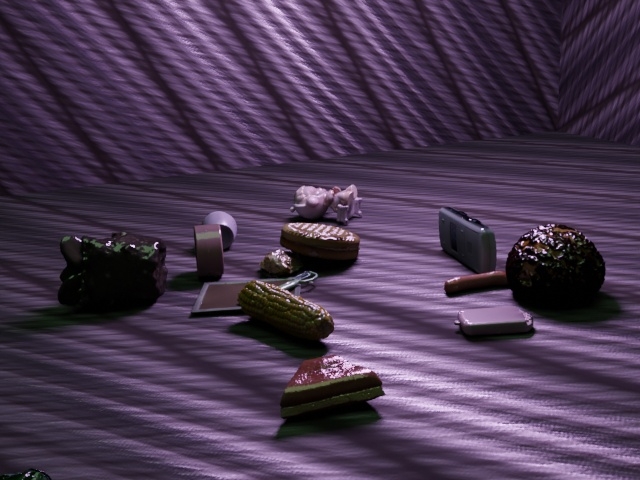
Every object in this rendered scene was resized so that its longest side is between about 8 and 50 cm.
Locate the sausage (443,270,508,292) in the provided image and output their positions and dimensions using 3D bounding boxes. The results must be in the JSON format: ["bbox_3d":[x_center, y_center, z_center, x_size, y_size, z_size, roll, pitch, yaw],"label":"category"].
[{"bbox_3d":[0.404,0.104,1.827,0.186,0.043,0.043,-7,17,-11],"label":"sausage"}]

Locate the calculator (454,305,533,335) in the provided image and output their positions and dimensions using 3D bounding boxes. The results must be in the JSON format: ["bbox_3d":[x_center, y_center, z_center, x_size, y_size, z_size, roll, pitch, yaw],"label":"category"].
[{"bbox_3d":[0.386,0.179,1.594,0.175,0.032,0.100,-4,16,0],"label":"calculator"}]

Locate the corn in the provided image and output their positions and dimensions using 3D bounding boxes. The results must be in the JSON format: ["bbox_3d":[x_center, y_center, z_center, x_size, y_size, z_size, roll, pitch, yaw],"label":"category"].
[{"bbox_3d":[-0.078,0.161,1.640,0.101,0.101,0.292,-18,21,-39],"label":"corn"}]

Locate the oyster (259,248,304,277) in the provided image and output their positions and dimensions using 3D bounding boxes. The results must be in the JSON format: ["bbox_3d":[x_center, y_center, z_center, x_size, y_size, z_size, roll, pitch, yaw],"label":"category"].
[{"bbox_3d":[-0.118,0.053,2.058,0.133,0.072,0.209,4,16,15],"label":"oyster"}]

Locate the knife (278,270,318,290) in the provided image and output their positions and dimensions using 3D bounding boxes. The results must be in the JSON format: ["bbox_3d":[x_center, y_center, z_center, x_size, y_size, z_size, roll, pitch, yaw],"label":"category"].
[{"bbox_3d":[-0.078,0.121,1.860,0.054,0.015,0.212,19,27,36],"label":"knife"}]

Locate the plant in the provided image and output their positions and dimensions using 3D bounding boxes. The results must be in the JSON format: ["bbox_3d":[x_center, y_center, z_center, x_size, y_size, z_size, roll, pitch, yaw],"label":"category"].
[{"bbox_3d":[-0.550,0.075,1.889,0.276,0.199,0.188,-2,10,-7],"label":"plant"}]

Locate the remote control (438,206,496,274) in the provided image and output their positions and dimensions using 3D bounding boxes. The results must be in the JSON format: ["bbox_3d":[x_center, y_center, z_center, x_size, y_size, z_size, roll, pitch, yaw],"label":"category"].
[{"bbox_3d":[0.413,-0.005,2.014,0.056,0.140,0.296,-11,17,-12],"label":"remote control"}]

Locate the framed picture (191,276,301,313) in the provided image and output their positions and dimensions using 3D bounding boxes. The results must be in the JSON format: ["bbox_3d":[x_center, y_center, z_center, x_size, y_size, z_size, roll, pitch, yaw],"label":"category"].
[{"bbox_3d":[-0.186,0.144,1.860,0.274,0.017,0.217,-3,16,3],"label":"framed picture"}]

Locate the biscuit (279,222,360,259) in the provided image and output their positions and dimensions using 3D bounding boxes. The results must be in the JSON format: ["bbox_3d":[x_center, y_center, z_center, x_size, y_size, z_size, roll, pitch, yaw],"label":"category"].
[{"bbox_3d":[0.000,0.000,2.118,0.259,0.079,0.259,10,10,-2],"label":"biscuit"}]

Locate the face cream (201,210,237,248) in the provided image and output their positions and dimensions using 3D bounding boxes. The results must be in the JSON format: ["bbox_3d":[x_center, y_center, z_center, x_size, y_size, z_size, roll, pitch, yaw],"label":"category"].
[{"bbox_3d":[-0.327,-0.032,2.302,0.117,0.117,0.104,-6,26,-9],"label":"face cream"}]

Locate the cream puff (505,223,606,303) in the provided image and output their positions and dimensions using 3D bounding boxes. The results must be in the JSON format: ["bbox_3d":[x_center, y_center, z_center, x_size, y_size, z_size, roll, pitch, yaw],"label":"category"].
[{"bbox_3d":[0.571,0.054,1.743,0.239,0.165,0.239,-1,19,1],"label":"cream puff"}]

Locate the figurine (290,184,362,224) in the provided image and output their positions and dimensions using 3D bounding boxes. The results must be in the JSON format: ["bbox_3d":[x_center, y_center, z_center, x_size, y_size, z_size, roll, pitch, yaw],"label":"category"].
[{"bbox_3d":[0.012,-0.133,2.564,0.257,0.144,0.182,8,40,27],"label":"figurine"}]

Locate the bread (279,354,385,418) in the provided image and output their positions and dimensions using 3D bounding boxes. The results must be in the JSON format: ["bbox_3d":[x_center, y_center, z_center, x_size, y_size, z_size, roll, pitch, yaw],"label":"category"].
[{"bbox_3d":[0.014,0.268,1.317,0.192,0.067,0.119,-7,25,-8],"label":"bread"}]

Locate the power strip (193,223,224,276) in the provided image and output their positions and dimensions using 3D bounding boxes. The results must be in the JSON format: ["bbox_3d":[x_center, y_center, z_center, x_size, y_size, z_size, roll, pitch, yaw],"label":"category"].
[{"bbox_3d":[-0.321,0.031,2.041,0.078,0.154,0.154,-4,16,-12],"label":"power strip"}]

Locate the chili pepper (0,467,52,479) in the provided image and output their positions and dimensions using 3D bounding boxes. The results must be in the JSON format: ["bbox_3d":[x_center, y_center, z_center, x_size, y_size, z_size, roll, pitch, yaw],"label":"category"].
[{"bbox_3d":[-0.440,0.409,0.980,0.088,0.059,0.227,-9,21,-3],"label":"chili pepper"}]
